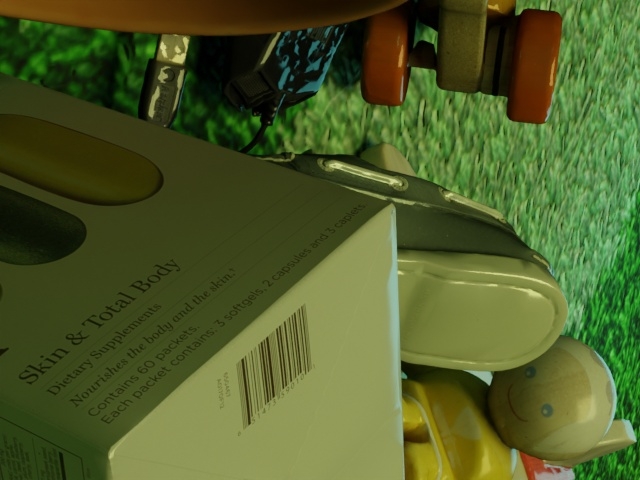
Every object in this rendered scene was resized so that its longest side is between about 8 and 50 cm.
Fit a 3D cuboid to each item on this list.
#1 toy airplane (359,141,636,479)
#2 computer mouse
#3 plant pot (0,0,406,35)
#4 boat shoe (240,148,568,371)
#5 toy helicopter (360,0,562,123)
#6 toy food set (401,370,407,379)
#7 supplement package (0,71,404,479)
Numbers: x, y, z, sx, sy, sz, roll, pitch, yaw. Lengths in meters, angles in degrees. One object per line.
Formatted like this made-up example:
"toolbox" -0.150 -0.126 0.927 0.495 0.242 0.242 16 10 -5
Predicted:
"toy airplane" 0.120 0.153 1.058 0.386 0.272 0.384 43 42 -13
"computer mouse" -0.049 -0.138 0.918 0.184 0.060 0.262 1 115 -59
"plant pot" -0.093 -0.217 0.604 0.291 0.290 0.204 11 81 -60
"boat shoe" 0.000 0.000 0.894 0.319 0.099 0.116 14 125 -21
"toy helicopter" 0.114 -0.265 1.015 0.355 0.140 0.235 88 12 -53
"toy food set" 0.055 0.177 1.276 0.218 0.071 0.128 2 81 -61
"supplement package" -0.122 0.070 0.707 0.199 0.262 0.198 -40 138 -41
